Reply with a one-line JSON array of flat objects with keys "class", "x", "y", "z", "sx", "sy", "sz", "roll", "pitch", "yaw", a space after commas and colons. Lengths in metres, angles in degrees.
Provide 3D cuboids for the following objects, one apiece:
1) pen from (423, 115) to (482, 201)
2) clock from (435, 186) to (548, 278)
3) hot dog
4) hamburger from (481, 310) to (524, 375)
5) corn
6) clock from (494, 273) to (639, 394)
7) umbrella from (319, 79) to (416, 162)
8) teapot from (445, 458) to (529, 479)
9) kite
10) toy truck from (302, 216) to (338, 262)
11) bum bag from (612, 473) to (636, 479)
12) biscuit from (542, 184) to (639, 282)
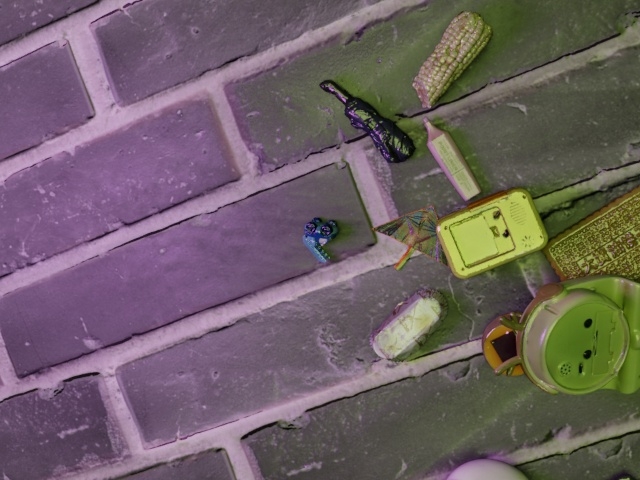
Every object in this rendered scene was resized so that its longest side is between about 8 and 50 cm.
[{"class": "pen", "x": 0.269, "y": -0.175, "z": 1.607, "sx": 0.053, "sy": 0.032, "sz": 0.197, "roll": -33, "pitch": 88, "yaw": 12}, {"class": "clock", "x": 0.347, "y": -0.016, "z": 1.571, "sx": 0.202, "sy": 0.096, "sz": 0.143, "roll": -22, "pitch": 87, "yaw": 11}, {"class": "hot dog", "x": 0.190, "y": 0.181, "z": 1.639, "sx": 0.099, "sy": 0.053, "sz": 0.192, "roll": 44, "pitch": 98, "yaw": 5}, {"class": "hamburger", "x": 0.401, "y": 0.211, "z": 1.584, "sx": 0.126, "sy": 0.081, "sz": 0.141, "roll": 44, "pitch": 113, "yaw": 8}, {"class": "corn", "x": 0.259, "y": -0.371, "z": 1.569, "sx": 0.087, "sy": 0.087, "sz": 0.211, "roll": 42, "pitch": 100, "yaw": 6}, {"class": "clock", "x": 0.486, "y": 0.194, "z": 1.492, "sx": 0.308, "sy": 0.096, "sz": 0.234, "roll": -5, "pitch": 105, "yaw": -14}, {"class": "umbrella", "x": 0.096, "y": -0.258, "z": 1.619, "sx": 0.248, "sy": 0.071, "sz": 0.071, "roll": 45, "pitch": 101, "yaw": 4}, {"class": "teapot", "x": 0.359, "y": 0.560, "z": 1.587, "sx": 0.298, "sy": 0.139, "sz": 0.204, "roll": 19, "pitch": 95, "yaw": 10}, {"class": "kite", "x": 0.203, "y": -0.004, "z": 1.644, "sx": 0.190, "sy": 0.010, "sz": 0.159, "roll": 26, "pitch": 99, "yaw": 10}, {"class": "toy truck", "x": 0.000, "y": 0.000, "z": 1.667, "sx": 0.073, "sy": 0.056, "sz": 0.090, "roll": 9, "pitch": 109, "yaw": 15}, {"class": "bum bag", "x": 0.584, "y": 0.551, "z": 1.585, "sx": 0.198, "sy": 0.049, "sz": 0.087, "roll": -30, "pitch": 92, "yaw": 11}, {"class": "biscuit", "x": 0.598, "y": 0.016, "z": 1.556, "sx": 0.255, "sy": 0.029, "sz": 0.172, "roll": -33, "pitch": 86, "yaw": 11}]
